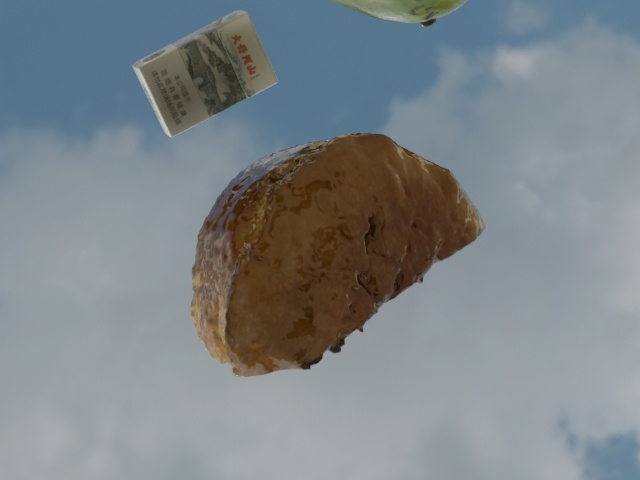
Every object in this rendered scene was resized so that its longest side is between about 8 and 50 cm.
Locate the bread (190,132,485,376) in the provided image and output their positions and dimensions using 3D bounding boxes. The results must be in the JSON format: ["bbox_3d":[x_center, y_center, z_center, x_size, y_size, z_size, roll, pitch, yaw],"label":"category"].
[{"bbox_3d":[0.002,-0.010,1.324,0.260,0.129,0.134,-30,-65,-37],"label":"bread"}]

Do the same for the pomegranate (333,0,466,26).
[{"bbox_3d":[0.026,-0.108,0.525,0.073,0.084,0.073,16,-171,-3],"label":"pomegranate"}]

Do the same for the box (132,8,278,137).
[{"bbox_3d":[-0.076,-0.111,1.167,0.083,0.024,0.054,-29,-71,-11],"label":"box"}]
